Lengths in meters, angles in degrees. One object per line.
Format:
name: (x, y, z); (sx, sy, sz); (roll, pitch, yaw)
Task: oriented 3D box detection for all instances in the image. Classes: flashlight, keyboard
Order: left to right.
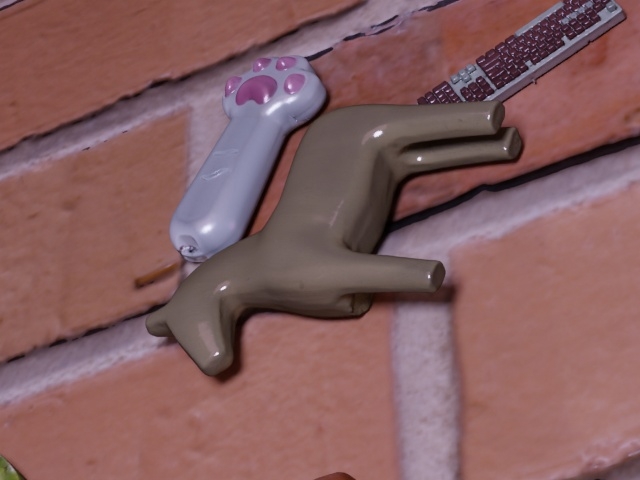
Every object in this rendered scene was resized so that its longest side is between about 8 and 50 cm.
flashlight: (-0.064, -0.069, 1.382); (0.093, 0.047, 0.200); (2, 53, 37)
keyboard: (0.149, -0.136, 1.314); (0.166, 0.017, 0.055); (-34, 40, 4)

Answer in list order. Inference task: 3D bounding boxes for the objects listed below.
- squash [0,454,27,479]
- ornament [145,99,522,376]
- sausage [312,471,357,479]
squash: (-0.307, 0.237, 1.274); (0.219, 0.041, 0.219); (-20, 43, 20)
ornament: (0.000, 0.000, 1.260); (0.245, 0.061, 0.230); (0, 54, 34)
sausage: (-0.032, 0.203, 1.095); (0.169, 0.065, 0.065); (-36, 40, 3)
